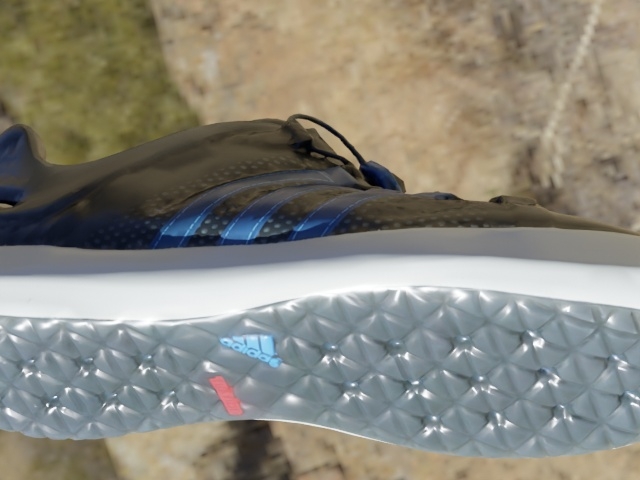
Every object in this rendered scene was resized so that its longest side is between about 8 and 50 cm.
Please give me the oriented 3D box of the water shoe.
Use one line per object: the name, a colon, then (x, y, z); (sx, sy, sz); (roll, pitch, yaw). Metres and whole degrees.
water shoe: (0.000, 0.000, 0.450); (0.073, 0.203, 0.080); (75, -159, -50)
